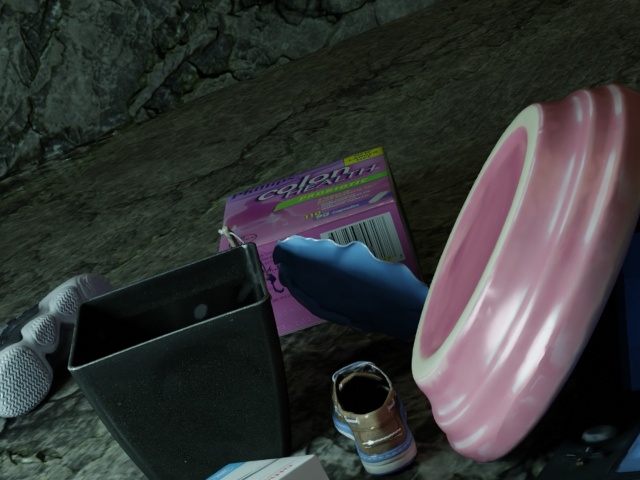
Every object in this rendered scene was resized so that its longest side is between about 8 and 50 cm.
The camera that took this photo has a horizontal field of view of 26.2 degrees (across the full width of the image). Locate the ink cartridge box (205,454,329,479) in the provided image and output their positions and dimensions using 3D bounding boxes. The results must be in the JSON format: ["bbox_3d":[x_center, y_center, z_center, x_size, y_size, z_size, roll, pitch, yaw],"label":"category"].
[{"bbox_3d":[-0.053,0.220,1.077,0.104,0.060,0.180,-31,6,-34],"label":"ink cartridge box"}]

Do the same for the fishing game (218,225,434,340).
[{"bbox_3d":[0.039,0.042,1.391,0.264,0.189,0.041,7,59,31],"label":"fishing game"}]

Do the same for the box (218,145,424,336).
[{"bbox_3d":[0.000,0.000,1.652,0.214,0.117,0.243,-18,17,5],"label":"box"}]

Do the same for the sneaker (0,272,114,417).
[{"bbox_3d":[-0.370,0.123,1.692,0.153,0.101,0.268,-6,24,29],"label":"sneaker"}]

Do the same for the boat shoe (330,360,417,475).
[{"bbox_3d":[0.044,0.146,1.254,0.066,0.066,0.183,-22,18,-8],"label":"boat shoe"}]

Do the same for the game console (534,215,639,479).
[{"bbox_3d":[0.307,0.072,1.008,0.293,0.173,0.250,-11,8,27],"label":"game console"}]

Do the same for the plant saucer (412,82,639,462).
[{"bbox_3d":[0.161,0.016,1.137,0.084,0.332,0.332,22,20,-4],"label":"plant saucer"}]

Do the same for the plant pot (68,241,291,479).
[{"bbox_3d":[-0.116,0.129,1.310,0.188,0.167,0.187,-21,18,-1],"label":"plant pot"}]
